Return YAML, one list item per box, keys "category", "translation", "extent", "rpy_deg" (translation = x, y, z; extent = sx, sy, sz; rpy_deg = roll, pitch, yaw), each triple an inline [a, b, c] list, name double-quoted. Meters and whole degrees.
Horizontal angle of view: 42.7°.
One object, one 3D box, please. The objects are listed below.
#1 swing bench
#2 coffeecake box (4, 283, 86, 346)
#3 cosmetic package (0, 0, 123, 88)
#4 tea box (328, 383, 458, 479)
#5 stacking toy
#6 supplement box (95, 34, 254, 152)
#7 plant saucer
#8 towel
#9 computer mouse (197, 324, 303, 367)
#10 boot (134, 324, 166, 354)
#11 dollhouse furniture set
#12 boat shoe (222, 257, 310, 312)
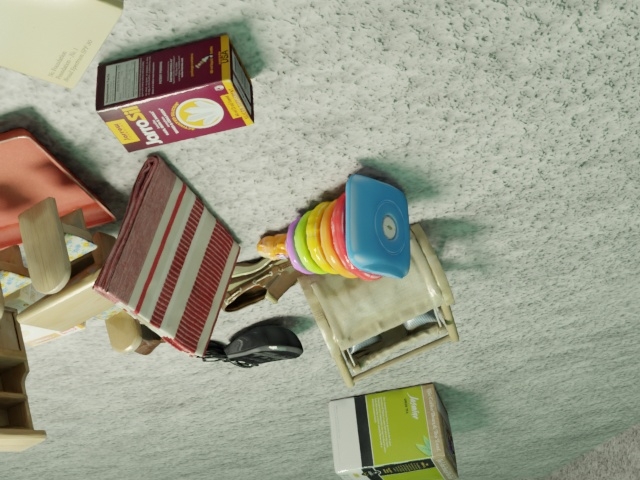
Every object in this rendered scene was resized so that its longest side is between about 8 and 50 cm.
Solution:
- category: "swing bench"
  translation: [0.119, 0.133, 1.597]
  extent: [0.253, 0.165, 0.254]
  rpy_deg: [-24, 150, -1]
- category: "coffeecake box"
  translation: [-0.583, 0.137, 1.633]
  extent: [0.142, 0.068, 0.185]
  rpy_deg: [-19, 148, 19]
- category: "cosmetic package"
  translation: [-0.382, -0.292, 0.872]
  extent: [0.309, 0.113, 0.160]
  rpy_deg: [13, 146, -32]
- category: "tea box"
  translation: [0.224, 0.602, 2.453]
  extent: [0.323, 0.220, 0.329]
  rpy_deg: [-11, 151, 10]
- category: "stacking toy"
  translation: [0.000, 0.000, 1.452]
  extent: [0.302, 0.166, 0.175]
  rpy_deg: [-10, 163, 37]
- category: "supplement box"
  translation: [-0.195, -0.195, 1.106]
  extent: [0.188, 0.081, 0.104]
  rpy_deg: [-11, 150, 10]
- category: "plant saucer"
  translation: [-0.497, -0.080, 1.289]
  extent: [0.259, 0.048, 0.258]
  rpy_deg: [-12, 150, 13]
- category: "towel"
  translation: [-0.243, 0.040, 1.374]
  extent: [0.037, 0.237, 0.329]
  rpy_deg: [8, 157, 24]
- category: "computer mouse"
  translation: [-0.152, 0.240, 1.908]
  extent: [0.272, 0.072, 0.188]
  rpy_deg: [-15, 154, 41]
- category: "boot"
  translation: [-0.410, 0.230, 1.870]
  extent: [0.106, 0.037, 0.114]
  rpy_deg: [20, 146, -34]
- category: "dollhouse furniture set"
  translation: [-0.445, 0.163, 1.379]
  extent: [0.394, 0.256, 0.362]
  rpy_deg: [-27, 158, 16]
- category: "boat shoe"
  translation: [-0.087, 0.081, 1.600]
  extent: [0.257, 0.095, 0.095]
  rpy_deg: [-20, 148, 23]
